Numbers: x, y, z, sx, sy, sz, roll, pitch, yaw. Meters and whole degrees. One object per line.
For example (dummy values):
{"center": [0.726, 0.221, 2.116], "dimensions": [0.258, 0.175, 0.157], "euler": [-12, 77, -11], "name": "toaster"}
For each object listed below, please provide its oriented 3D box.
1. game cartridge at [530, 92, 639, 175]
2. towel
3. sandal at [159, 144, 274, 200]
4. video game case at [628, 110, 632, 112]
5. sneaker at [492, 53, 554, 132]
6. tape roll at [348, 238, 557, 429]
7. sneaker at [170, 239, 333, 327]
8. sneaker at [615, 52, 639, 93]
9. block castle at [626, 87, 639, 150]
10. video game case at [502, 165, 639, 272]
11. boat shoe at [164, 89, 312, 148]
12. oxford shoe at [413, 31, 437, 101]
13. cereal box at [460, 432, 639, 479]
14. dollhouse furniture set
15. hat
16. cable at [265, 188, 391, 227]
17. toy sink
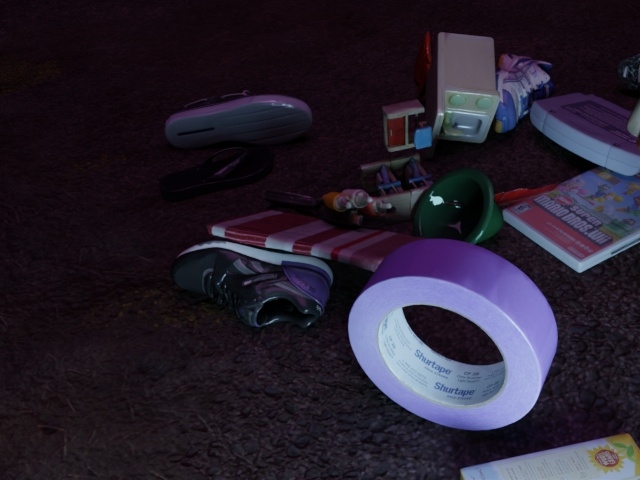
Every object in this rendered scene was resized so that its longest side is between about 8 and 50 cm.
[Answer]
{"center": [0.582, -0.222, 1.737], "dimensions": [0.196, 0.060, 0.294], "euler": [-11, 35, -31], "name": "game cartridge"}
{"center": [0.000, 0.000, 1.482], "dimensions": [0.329, 0.037, 0.237], "euler": [11, 12, 22], "name": "towel"}
{"center": [-0.211, -0.149, 1.769], "dimensions": [0.254, 0.054, 0.097], "euler": [-21, 40, -19], "name": "sandal"}
{"center": [0.723, -0.258, 1.827], "dimensions": [0.122, 0.011, 0.087], "euler": [-3, 38, 3], "name": "video game case"}
{"center": [0.452, -0.337, 1.883], "dimensions": [0.131, 0.112, 0.296], "euler": [6, 40, 15], "name": "sneaker"}
{"center": [0.179, 0.133, 1.170], "dimensions": [0.275, 0.274, 0.090], "euler": [13, 42, 23], "name": "tape roll"}
{"center": [-0.128, 0.080, 1.425], "dimensions": [0.283, 0.107, 0.124], "euler": [4, 44, 11], "name": "sneaker"}
{"center": [0.807, -0.387, 1.929], "dimensions": [0.272, 0.100, 0.108], "euler": [-1, 23, 0], "name": "sneaker"}
{"center": [0.673, -0.077, 1.291], "dimensions": [0.303, 0.213, 0.453], "euler": [-4, 67, 0], "name": "block castle"}
{"center": [0.514, -0.053, 1.575], "dimensions": [0.285, 0.025, 0.204], "euler": [-23, 40, -22], "name": "video game case"}
{"center": [-0.183, -0.286, 1.890], "dimensions": [0.335, 0.121, 0.119], "euler": [-3, 42, 7], "name": "boat shoe"}
{"center": [0.284, -0.409, 2.033], "dimensions": [0.098, 0.097, 0.271], "euler": [10, 44, -8], "name": "oxford shoe"}
{"center": [0.315, 0.342, 1.067], "dimensions": [0.240, 0.047, 0.173], "euler": [-10, 37, -5], "name": "cereal box"}
{"center": [0.148, -0.147, 1.614], "dimensions": [0.129, 0.183, 0.129], "euler": [-13, 38, -10], "name": "dollhouse furniture set"}
{"center": [0.307, -0.029, 1.560], "dimensions": [0.208, 0.183, 0.173], "euler": [-24, 55, 41], "name": "hat"}
{"center": [0.018, -0.077, 1.598], "dimensions": [0.139, 0.072, 0.287], "euler": [4, 11, -38], "name": "cable"}
{"center": [0.297, -0.298, 1.787], "dimensions": [0.131, 0.153, 0.234], "euler": [6, 56, 0], "name": "toy sink"}
